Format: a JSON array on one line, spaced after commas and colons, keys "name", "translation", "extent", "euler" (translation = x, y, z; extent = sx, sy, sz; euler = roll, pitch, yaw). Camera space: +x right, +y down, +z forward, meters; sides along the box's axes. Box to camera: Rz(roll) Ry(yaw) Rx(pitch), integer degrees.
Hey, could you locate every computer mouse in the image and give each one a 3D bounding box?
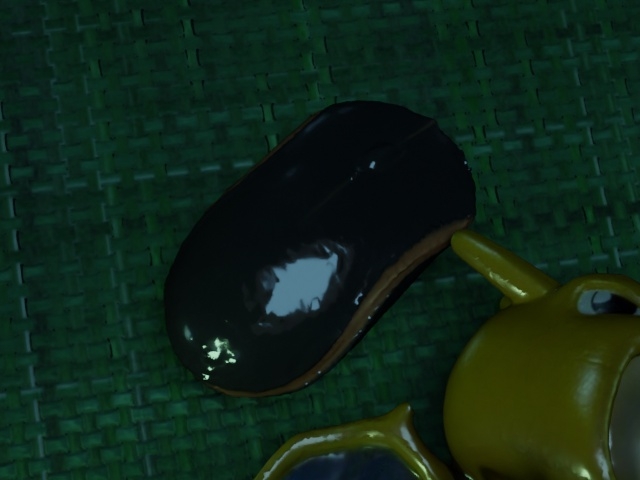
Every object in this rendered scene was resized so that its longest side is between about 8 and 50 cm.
[{"name": "computer mouse", "translation": [0.000, -0.002, 1.116], "extent": [0.183, 0.116, 0.323], "euler": [38, 72, 17]}]

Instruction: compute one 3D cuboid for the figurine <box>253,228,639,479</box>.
[{"name": "figurine", "translation": [0.154, 0.207, 1.032], "extent": [0.401, 0.268, 0.387], "euler": [24, 77, 2]}]
